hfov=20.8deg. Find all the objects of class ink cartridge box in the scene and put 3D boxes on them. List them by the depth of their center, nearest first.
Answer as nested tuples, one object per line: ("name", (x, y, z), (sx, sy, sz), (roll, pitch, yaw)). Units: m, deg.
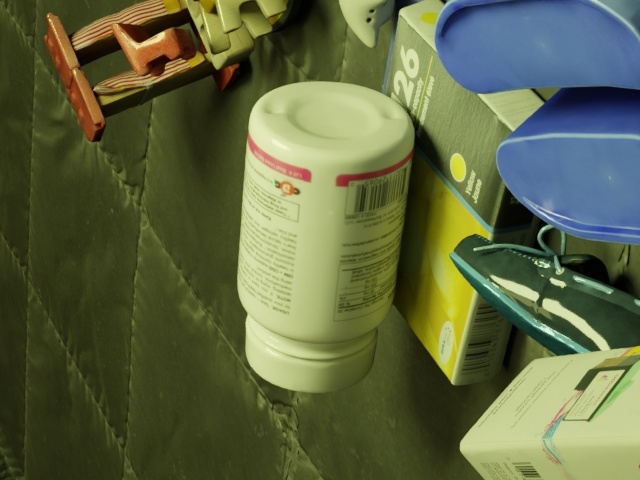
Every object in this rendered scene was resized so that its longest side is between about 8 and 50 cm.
("ink cartridge box", (0.267, 0.191, 1.363), (0.201, 0.117, 0.278), (49, 157, -11))
("ink cartridge box", (0.109, -0.069, 1.736), (0.307, 0.072, 0.304), (51, 143, 42))

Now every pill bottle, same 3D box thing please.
("pill bottle", (0.000, 0.000, 1.728), (0.160, 0.160, 0.283), (48, 141, 47))

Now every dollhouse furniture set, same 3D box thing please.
("dollhouse furniture set", (-0.194, -0.252, 2.045), (0.152, 0.201, 0.374), (66, 164, 3))

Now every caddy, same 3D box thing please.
("caddy", (0.246, -0.134, 1.301), (0.241, 0.179, 0.341), (60, 160, -18))

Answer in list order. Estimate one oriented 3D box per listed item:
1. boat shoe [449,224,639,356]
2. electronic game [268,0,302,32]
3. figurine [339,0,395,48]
("boat shoe", (0.224, 0.055, 1.524), (0.258, 0.089, 0.109), (35, 173, 38))
("electronic game", (-0.071, -0.353, 2.013), (0.229, 0.048, 0.229), (38, 134, 54))
("figurine", (0.026, -0.326, 1.769), (0.209, 0.092, 0.215), (53, 145, 43))
